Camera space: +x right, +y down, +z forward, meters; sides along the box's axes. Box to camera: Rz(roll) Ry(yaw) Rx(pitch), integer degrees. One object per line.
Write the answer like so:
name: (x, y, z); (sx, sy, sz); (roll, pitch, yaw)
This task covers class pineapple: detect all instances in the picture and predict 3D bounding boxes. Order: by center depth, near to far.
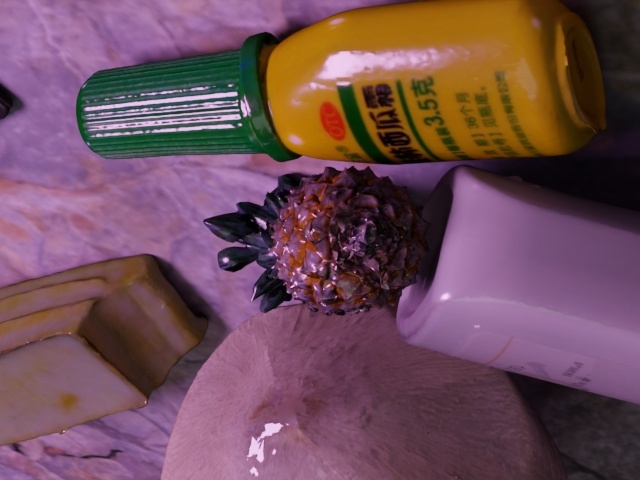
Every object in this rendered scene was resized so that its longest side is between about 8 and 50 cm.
pineapple: (0.000, 0.001, 1.047); (0.103, 0.083, 0.221); (-17, -177, -11)

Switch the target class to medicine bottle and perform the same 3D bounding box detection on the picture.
medicine bottle: (0.003, -0.083, 1.023); (0.309, 0.076, 0.111); (-2, 142, 27)
medicine bottle: (0.200, 0.043, 1.040); (0.296, 0.111, 0.161); (16, 171, -4)

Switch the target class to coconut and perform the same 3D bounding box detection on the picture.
coconut: (0.027, 0.153, 1.143); (0.237, 0.237, 0.266); (-4, 154, 27)

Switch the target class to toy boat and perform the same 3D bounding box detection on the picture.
toy boat: (-0.213, 0.087, 1.314); (0.276, 0.084, 0.111); (-13, 134, 33)

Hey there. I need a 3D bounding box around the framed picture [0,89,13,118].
framed picture: (-0.398, -0.109, 1.208); (0.265, 0.016, 0.347); (41, 138, -25)
